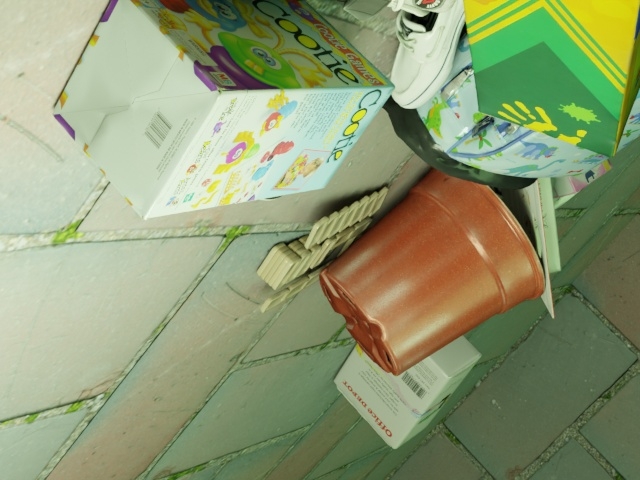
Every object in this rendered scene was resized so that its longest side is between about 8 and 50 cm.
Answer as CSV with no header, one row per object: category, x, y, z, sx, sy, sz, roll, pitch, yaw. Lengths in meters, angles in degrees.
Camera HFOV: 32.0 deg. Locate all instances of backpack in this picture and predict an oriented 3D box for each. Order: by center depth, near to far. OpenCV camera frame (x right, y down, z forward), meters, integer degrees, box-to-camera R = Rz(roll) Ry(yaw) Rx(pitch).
backpack,0.301,-0.207,1.397,0.290,0.273,0.355,6,135,-40

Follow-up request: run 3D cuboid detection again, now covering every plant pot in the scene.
plant pot,0.159,0.056,1.748,0.265,0.272,0.272,-36,160,-11

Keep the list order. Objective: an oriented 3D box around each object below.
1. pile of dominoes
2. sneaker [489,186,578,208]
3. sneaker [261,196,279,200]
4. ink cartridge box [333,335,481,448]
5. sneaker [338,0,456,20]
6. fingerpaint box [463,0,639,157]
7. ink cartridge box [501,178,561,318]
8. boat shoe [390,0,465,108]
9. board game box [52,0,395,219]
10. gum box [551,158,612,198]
pile of dominoes,0.000,0.000,1.687,0.251,0.040,0.196,-29,158,-56
sneaker,0.312,-0.060,2.017,0.447,0.169,0.257,-54,151,7
sneaker,-0.021,-0.109,1.283,0.084,0.097,0.234,-28,156,-36
ink cartridge box,0.173,0.265,2.301,0.117,0.201,0.278,-26,155,-40
sneaker,0.057,-0.269,1.034,0.331,0.146,0.122,-25,155,-39
fingerpaint box,0.281,-0.356,1.031,0.444,0.163,0.371,-66,164,-9
ink cartridge box,0.340,-0.055,1.758,0.060,0.239,0.275,-16,123,-2
boat shoe,0.122,-0.256,1.313,0.076,0.083,0.226,-5,131,-38
board game box,-0.082,-0.132,1.044,0.275,0.142,0.144,-13,144,-55
gum box,0.395,-0.177,1.851,0.107,0.188,0.062,-32,-171,-34
